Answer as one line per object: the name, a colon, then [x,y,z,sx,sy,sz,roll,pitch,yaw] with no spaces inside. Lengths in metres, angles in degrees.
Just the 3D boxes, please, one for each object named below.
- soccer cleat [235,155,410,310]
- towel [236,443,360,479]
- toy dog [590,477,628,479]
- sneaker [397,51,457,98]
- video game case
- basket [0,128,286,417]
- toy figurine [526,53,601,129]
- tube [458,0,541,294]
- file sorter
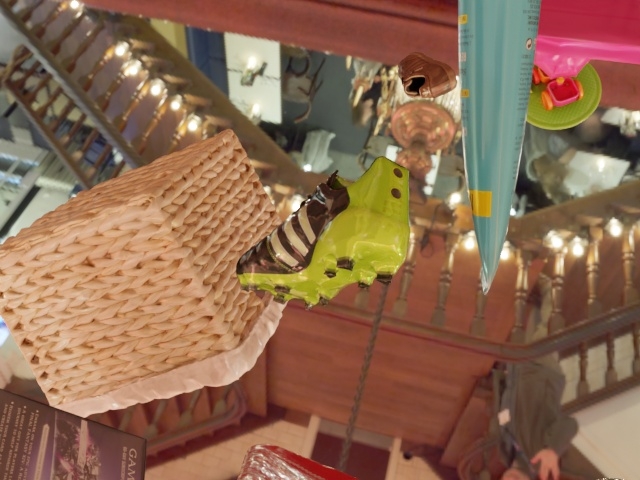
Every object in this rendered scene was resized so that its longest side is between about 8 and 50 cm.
soccer cleat: [0.000,0.000,0.430,0.060,0.072,0.179,23,158,-24]
towel: [0.022,0.237,0.599,0.198,0.031,0.275,21,170,0]
toy dog: [0.093,0.323,0.400,0.408,0.284,0.395,-39,93,13]
sneaker: [0.171,-0.295,1.224,0.071,0.188,0.066,-27,114,-11]
video game case: [-0.310,0.271,0.735,0.026,0.196,0.274,-33,132,25]
basket: [-0.240,0.041,0.989,0.331,0.328,0.266,-18,109,20]
toy figurine: [0.330,-0.268,0.955,0.130,0.173,0.159,-19,159,7]
tube: [0.114,-0.074,0.447,0.052,0.080,0.207,3,105,16]
file sorter: [0.286,-0.334,0.687,0.202,0.291,0.182,7,134,2]
